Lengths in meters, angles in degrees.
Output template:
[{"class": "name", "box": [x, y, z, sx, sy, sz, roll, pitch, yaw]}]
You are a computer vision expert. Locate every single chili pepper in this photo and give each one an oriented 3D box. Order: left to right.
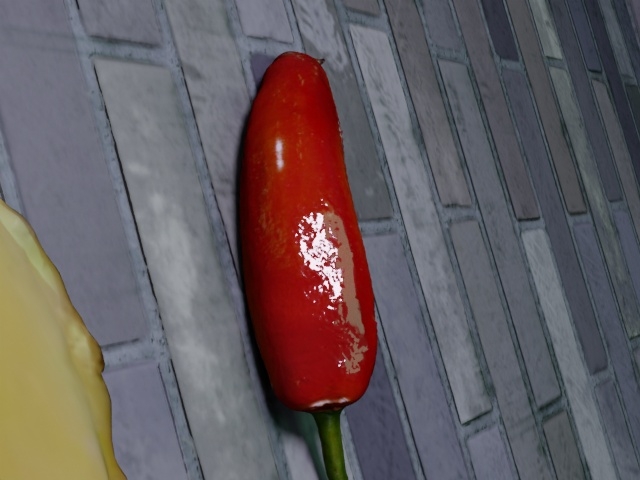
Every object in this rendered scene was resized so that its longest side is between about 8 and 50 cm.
[{"class": "chili pepper", "box": [-0.003, -0.007, 0.903, 0.137, 0.092, 0.368, 43, 41, -60]}]

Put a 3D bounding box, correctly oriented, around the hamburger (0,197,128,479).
[{"class": "hamburger", "box": [-0.207, 0.065, 0.374, 0.303, 0.186, 0.261, 64, 16, -3]}]
